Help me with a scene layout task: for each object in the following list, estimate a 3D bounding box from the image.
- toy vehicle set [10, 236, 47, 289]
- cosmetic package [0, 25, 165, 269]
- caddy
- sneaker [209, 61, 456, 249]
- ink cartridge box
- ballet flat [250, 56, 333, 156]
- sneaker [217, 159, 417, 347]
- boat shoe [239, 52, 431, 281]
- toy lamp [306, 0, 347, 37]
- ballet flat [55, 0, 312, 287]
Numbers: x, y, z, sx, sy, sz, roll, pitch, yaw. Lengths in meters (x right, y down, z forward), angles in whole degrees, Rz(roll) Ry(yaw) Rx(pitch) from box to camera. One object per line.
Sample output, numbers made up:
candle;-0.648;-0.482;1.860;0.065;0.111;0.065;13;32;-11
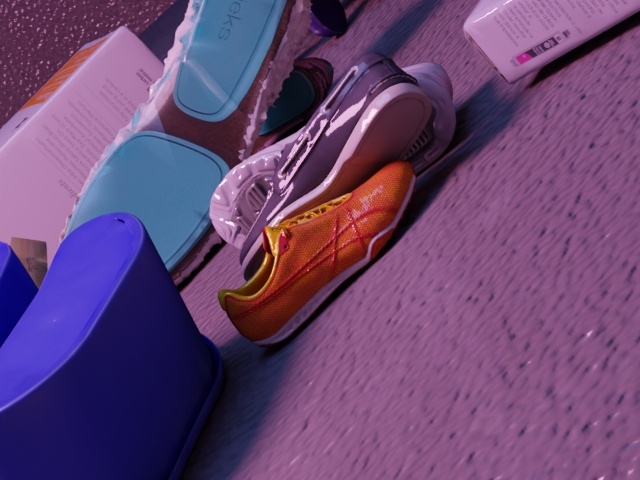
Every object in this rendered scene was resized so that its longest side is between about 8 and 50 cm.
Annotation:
toy vehicle set;-0.281;0.102;1.673;0.267;0.035;0.166;-130;49;-76
cosmetic package;-0.375;-0.056;2.333;0.453;0.161;0.230;-48;14;-14
caddy;-0.207;0.130;1.298;0.241;0.179;0.341;-11;27;21
sneaker;0.017;-0.065;1.448;0.232;0.090;0.115;-28;13;23
ink cartridge box;0.290;-0.284;1.327;0.330;0.071;0.324;-26;21;46
ballet flat;-0.071;-0.124;1.886;0.221;0.077;0.079;-30;1;30
sneaker;0.000;0.000;1.309;0.175;0.067;0.064;-44;12;-9
boat shoe;0.002;-0.052;1.362;0.206;0.075;0.065;-51;51;25
toy lamp;-0.090;-0.200;2.129;0.274;0.080;0.080;-33;17;34
ballet flat;-0.113;-0.091;1.749;0.409;0.147;0.147;-61;17;-11
